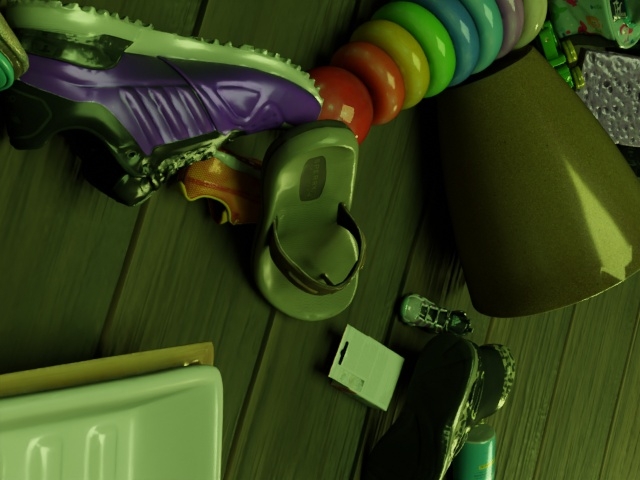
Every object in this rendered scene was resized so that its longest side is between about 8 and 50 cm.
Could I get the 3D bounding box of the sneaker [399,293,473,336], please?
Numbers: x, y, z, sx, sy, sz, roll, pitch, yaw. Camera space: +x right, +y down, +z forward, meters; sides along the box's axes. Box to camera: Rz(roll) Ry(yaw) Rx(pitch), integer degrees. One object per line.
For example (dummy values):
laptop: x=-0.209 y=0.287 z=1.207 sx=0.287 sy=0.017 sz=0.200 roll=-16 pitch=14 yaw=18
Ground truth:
sneaker: x=0.140 y=0.087 z=1.364 sx=0.098 sy=0.069 sz=0.038 roll=21 pitch=80 yaw=-49

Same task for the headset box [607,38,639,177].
headset box: x=0.530 y=-0.240 z=1.716 sx=0.246 sy=0.131 sz=0.283 roll=-31 pitch=119 yaw=-42

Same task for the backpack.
backpack: x=0.363 y=-0.383 z=1.467 sx=0.225 sy=0.191 sz=0.253 roll=-49 pitch=125 yaw=-31

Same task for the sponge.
sponge: x=0.424 y=-0.181 z=1.569 sx=0.210 sy=0.031 sz=0.117 roll=6 pitch=110 yaw=-12

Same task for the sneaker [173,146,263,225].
sneaker: x=-0.069 y=-0.043 z=1.120 sx=0.175 sy=0.064 sz=0.067 roll=22 pitch=100 yaw=-44

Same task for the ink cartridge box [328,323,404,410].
ink cartridge box: x=0.041 y=0.135 z=1.289 sx=0.115 sy=0.029 sz=0.063 roll=35 pitch=70 yaw=-45

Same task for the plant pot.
plant pot: x=0.233 y=-0.080 z=1.349 sx=0.237 sy=0.237 sz=0.254 roll=-38 pitch=110 yaw=-39

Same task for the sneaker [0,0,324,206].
sneaker: x=-0.132 y=-0.098 z=0.988 sx=0.293 sy=0.102 sz=0.146 roll=9 pitch=90 yaw=-37

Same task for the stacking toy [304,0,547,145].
stacking toy: x=0.085 y=-0.188 z=1.225 sx=0.330 sy=0.141 sz=0.141 roll=-40 pitch=125 yaw=-30

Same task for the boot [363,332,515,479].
boot: x=0.144 y=0.219 z=1.378 sx=0.178 sy=0.085 sz=0.236 roll=9 pitch=105 yaw=-62

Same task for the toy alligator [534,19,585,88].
toy alligator: x=0.285 y=-0.238 z=1.497 sx=0.051 sy=0.056 sz=0.190 roll=-100 pitch=165 yaw=-56

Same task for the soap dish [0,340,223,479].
soap dish: x=-0.211 y=0.203 z=0.939 sx=0.291 sy=0.118 sz=0.229 roll=-5 pitch=100 yaw=-49

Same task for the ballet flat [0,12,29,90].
ballet flat: x=-0.311 y=-0.202 z=0.772 sx=0.316 sy=0.107 sz=0.106 roll=27 pitch=62 yaw=-49

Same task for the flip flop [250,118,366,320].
flip flop: x=0.000 y=0.000 z=1.103 sx=0.112 sy=0.080 sz=0.277 roll=-20 pitch=148 yaw=-17

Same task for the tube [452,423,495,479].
tube: x=0.189 y=0.327 z=1.485 sx=0.080 sy=0.052 sz=0.207 roll=-21 pitch=118 yaw=-38
